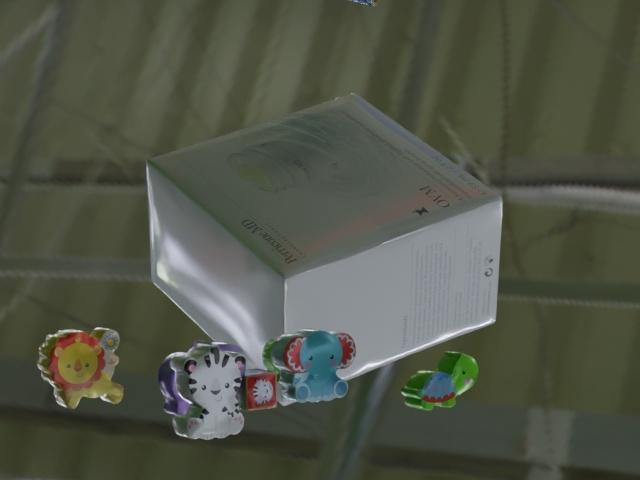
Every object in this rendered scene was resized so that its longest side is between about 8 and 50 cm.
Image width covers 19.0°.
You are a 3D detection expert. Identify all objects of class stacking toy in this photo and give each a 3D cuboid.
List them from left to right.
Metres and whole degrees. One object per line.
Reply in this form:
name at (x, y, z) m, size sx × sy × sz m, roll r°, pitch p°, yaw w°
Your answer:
stacking toy at (-0.037, 0.076, 1.163) m, size 0.167 × 0.221 × 0.052 m, roll 5°, pitch -83°, yaw 56°

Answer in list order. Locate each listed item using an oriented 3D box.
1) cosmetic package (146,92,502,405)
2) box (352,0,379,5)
cosmetic package at (0.000, 0.000, 1.652) m, size 0.225 × 0.138 × 0.224 m, roll -21°, pitch -141°, yaw -27°
box at (-0.032, -0.316, 1.261) m, size 0.290 × 0.177 × 0.279 m, roll 17°, pitch -143°, yaw 21°
